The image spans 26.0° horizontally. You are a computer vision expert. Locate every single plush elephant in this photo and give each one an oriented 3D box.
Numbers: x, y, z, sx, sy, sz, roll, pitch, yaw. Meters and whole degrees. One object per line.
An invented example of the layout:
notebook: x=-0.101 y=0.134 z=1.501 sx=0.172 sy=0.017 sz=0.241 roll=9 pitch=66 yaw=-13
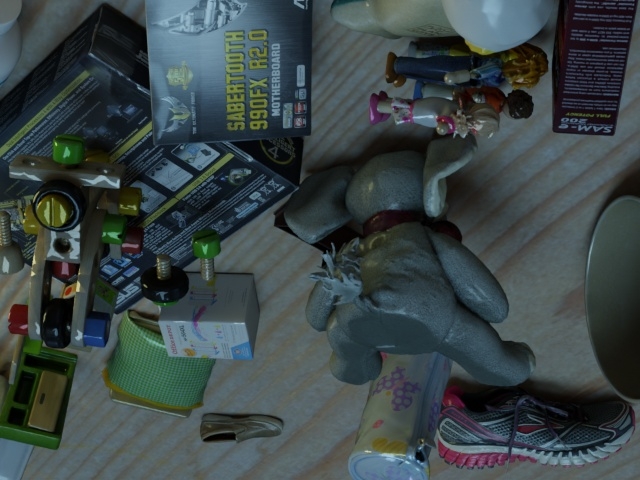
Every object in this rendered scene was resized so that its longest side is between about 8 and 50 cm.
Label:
plush elephant: x=0.101 y=0.008 z=1.718 sx=0.271 sy=0.255 sz=0.330 roll=-5 pitch=147 yaw=28

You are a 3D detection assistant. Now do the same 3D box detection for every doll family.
doll family: x=0.164 y=-0.183 z=1.513 sx=0.163 sy=0.263 sz=0.118 roll=7 pitch=104 yaw=19

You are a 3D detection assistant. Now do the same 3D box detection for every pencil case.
pencil case: x=0.119 y=0.219 z=1.927 sx=0.113 sy=0.273 sz=0.124 roll=25 pitch=139 yaw=-10

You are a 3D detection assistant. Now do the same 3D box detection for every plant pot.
plant pot: x=0.509 y=0.066 z=1.735 sx=0.274 sy=0.256 sz=0.256 roll=-2 pitch=142 yaw=-14

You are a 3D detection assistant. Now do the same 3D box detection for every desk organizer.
desk organizer: x=0.000 y=0.000 z=1.853 sx=0.130 sy=0.050 sz=0.047 roll=29 pitch=136 yaw=-23

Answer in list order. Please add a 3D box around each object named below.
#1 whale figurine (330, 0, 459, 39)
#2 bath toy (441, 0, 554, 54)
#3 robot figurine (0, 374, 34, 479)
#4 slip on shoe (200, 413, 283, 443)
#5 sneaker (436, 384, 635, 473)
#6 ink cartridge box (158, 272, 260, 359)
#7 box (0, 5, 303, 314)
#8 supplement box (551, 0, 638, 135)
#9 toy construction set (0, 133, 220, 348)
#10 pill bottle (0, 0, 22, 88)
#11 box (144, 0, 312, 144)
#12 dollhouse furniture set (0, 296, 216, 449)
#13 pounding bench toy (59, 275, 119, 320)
whale figurine: x=0.126 y=-0.289 z=1.448 sx=0.216 sy=0.141 sz=0.272 roll=6 pitch=170 yaw=-34
bath toy: x=0.080 y=-0.312 z=1.251 sx=0.151 sy=0.348 sz=0.129 roll=-25 pitch=149 yaw=-25
robot figurine: x=-0.621 y=0.272 z=2.157 sx=0.353 sy=0.200 sz=0.300 roll=22 pitch=172 yaw=-19
slip on shoe: x=-0.129 y=0.310 z=2.250 sx=0.135 sy=0.041 sz=0.051 roll=5 pitch=140 yaw=3
sneaker: x=0.324 y=0.274 z=2.087 sx=0.299 sy=0.121 sz=0.112 roll=-4 pitch=109 yaw=2
ink cartridge box: x=-0.166 y=0.108 z=1.977 sx=0.143 sy=0.090 sz=0.092 roll=1 pitch=140 yaw=7
box: x=-0.265 y=-0.083 z=1.762 sx=0.318 sy=0.097 sz=0.395 roll=31 pitch=135 yaw=-28
supplement box: x=0.289 y=-0.239 z=1.462 sx=0.073 sy=0.130 sz=0.239 roll=3 pitch=139 yaw=6
toy construction set: x=-0.312 y=-0.043 z=1.623 sx=0.308 sy=0.257 sz=0.237 roll=17 pitch=125 yaw=25
pill bottle: x=-0.438 y=-0.206 z=1.602 sx=0.146 sy=0.146 sz=0.264 roll=26 pitch=136 yaw=-21
box: x=-0.101 y=-0.220 z=1.530 sx=0.183 sy=0.056 sz=0.231 roll=-4 pitch=125 yaw=-8
dollhouse furniture set: x=-0.314 y=0.217 z=2.082 sx=0.301 sy=0.151 sz=0.197 roll=14 pitch=140 yaw=-8
pounding bench toy: x=-0.317 y=0.096 z=1.850 sx=0.065 sy=0.083 sz=0.052 roll=-22 pitch=133 yaw=32
